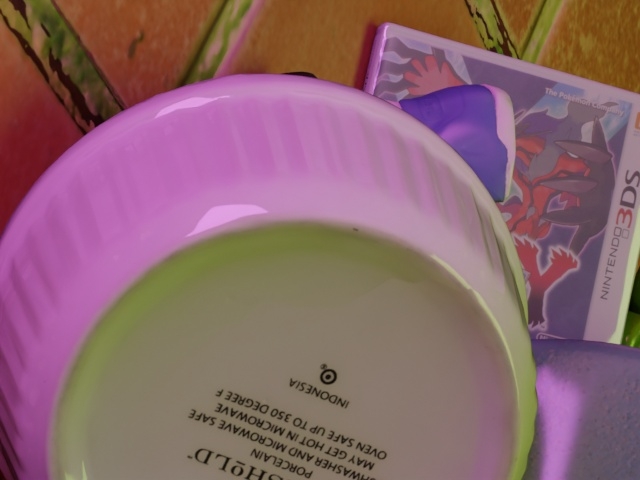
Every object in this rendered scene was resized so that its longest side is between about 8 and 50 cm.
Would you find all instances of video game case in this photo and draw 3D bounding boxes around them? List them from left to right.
[{"bbox_3d":[0.112,-0.025,1.260,0.023,0.201,0.183,164,-61,-75],"label":"video game case"}]

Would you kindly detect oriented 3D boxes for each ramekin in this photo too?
[{"bbox_3d":[-0.023,0.067,0.916,0.127,0.273,0.272,-118,-156,-69],"label":"ramekin"}]

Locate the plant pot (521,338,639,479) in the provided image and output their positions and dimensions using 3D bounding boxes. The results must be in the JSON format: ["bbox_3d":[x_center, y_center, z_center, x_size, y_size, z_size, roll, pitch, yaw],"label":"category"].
[{"bbox_3d":[0.144,0.196,1.253,0.248,0.252,0.247,102,10,-67],"label":"plant pot"}]

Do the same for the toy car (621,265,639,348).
[{"bbox_3d":[0.158,0.088,1.401,0.149,0.155,0.188,-45,148,-46],"label":"toy car"}]

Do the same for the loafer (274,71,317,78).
[{"bbox_3d":[0.000,0.000,1.149,0.078,0.080,0.220,-41,131,-49],"label":"loafer"}]

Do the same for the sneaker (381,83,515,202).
[{"bbox_3d":[-0.029,0.047,1.045,0.127,0.182,0.315,-108,-148,-69],"label":"sneaker"}]
